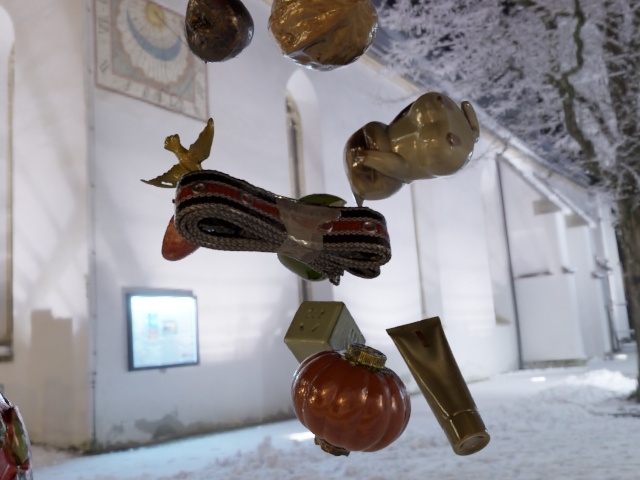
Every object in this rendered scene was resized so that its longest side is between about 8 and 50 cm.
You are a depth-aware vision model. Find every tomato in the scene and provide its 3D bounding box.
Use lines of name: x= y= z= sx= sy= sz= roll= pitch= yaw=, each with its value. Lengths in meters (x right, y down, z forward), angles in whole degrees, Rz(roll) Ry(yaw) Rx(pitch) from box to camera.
tomato: x=-0.358 y=-0.008 z=1.753 sx=0.091 sy=0.159 sz=0.139 roll=24 pitch=4 yaw=10

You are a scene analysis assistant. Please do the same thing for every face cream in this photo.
face cream: x=0.263 y=0.306 z=1.435 sx=0.137 sy=0.341 sz=0.084 roll=-13 pitch=-47 yaw=-8

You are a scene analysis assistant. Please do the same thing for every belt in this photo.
belt: x=-0.051 y=-0.020 z=0.996 sx=0.359 sy=0.094 sz=0.126 roll=15 pitch=-40 yaw=-28

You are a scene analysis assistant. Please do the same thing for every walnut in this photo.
walnut: x=0.007 y=-0.471 z=1.387 sx=0.224 sy=0.225 sz=0.261 roll=1 pitch=1 yaw=-30

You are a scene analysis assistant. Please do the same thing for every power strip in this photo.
power strip: x=0.026 y=0.277 z=1.687 sx=0.139 sy=0.140 sz=0.224 roll=-4 pitch=-46 yaw=31

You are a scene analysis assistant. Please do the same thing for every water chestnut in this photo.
water chestnut: x=-0.326 y=-0.652 z=1.980 sx=0.223 sy=0.224 sz=0.238 roll=-12 pitch=18 yaw=40

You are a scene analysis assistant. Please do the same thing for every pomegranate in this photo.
pomegranate: x=0.000 y=0.000 z=1.726 sx=0.235 sy=0.236 sz=0.302 roll=-7 pitch=-13 yaw=13

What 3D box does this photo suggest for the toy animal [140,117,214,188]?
toy animal: x=-0.288 y=-0.184 z=1.501 sx=0.155 sy=0.095 sz=0.219 roll=36 pitch=-72 yaw=-32

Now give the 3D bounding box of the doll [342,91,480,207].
doll: x=0.219 y=-0.231 z=1.651 sx=0.370 sy=0.215 sz=0.226 roll=-19 pitch=-10 yaw=19

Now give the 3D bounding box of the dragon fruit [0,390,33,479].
dragon fruit: x=-0.429 y=0.218 z=0.664 sx=0.231 sy=0.303 sz=0.237 roll=-20 pitch=9 yaw=-22

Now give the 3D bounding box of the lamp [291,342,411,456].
lamp: x=0.054 y=0.287 z=1.174 sx=0.223 sy=0.197 sz=0.223 roll=20 pitch=4 yaw=-1
